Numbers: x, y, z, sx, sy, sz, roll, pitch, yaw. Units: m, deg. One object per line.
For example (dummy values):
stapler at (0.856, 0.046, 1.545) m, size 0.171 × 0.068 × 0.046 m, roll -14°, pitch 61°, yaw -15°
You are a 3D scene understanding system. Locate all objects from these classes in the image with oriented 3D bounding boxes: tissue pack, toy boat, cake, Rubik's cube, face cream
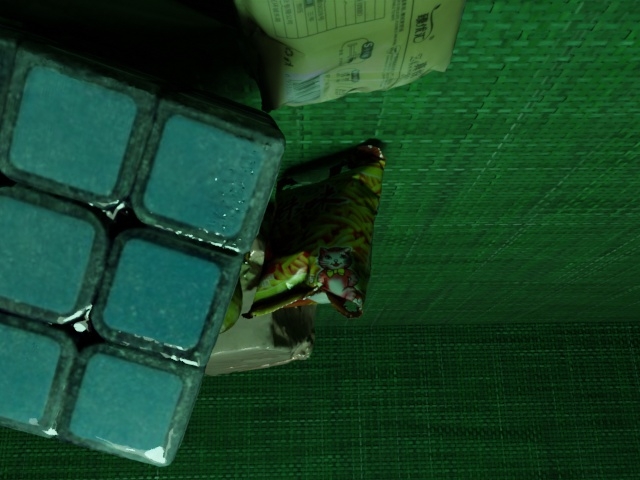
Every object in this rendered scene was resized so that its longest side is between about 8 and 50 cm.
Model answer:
tissue pack at (0.021, -0.219, 0.500) m, size 0.214 × 0.123 × 0.257 m, roll -14°, pitch 164°, yaw -2°
toy boat at (-0.118, -0.237, 0.631) m, size 0.114 × 0.016 × 0.063 m, roll 6°, pitch 162°, yaw -22°
cake at (-0.171, 0.097, 1.209) m, size 0.293 × 0.307 × 0.314 m, roll -9°, pitch 162°, yaw 17°
Rubik's cube at (-0.220, -0.023, 0.583) m, size 0.300 × 0.305 × 0.304 m, roll 17°, pitch -167°, yaw -9°
face cream at (-0.249, -0.229, 0.550) m, size 0.341 × 0.084 × 0.137 m, roll 11°, pitch 169°, yaw -40°

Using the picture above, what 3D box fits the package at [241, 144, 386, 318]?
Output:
package at (-0.006, 0.000, 0.942) m, size 0.223 × 0.288 × 0.108 m, roll -10°, pitch 143°, yaw 34°

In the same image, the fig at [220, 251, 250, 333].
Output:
fig at (-0.161, 0.063, 0.841) m, size 0.149 × 0.149 × 0.245 m, roll 6°, pitch 160°, yaw -23°
